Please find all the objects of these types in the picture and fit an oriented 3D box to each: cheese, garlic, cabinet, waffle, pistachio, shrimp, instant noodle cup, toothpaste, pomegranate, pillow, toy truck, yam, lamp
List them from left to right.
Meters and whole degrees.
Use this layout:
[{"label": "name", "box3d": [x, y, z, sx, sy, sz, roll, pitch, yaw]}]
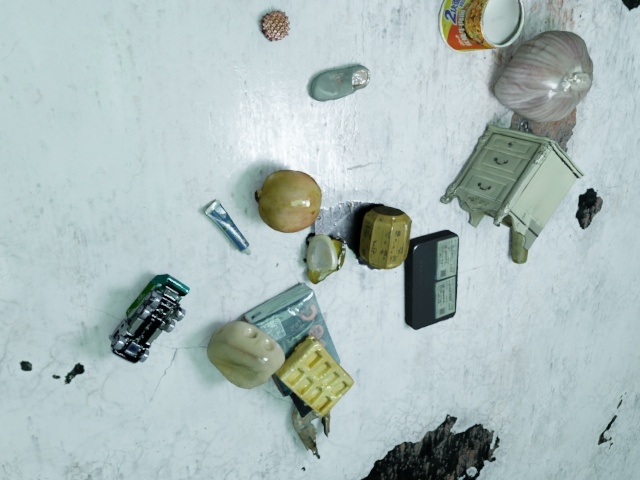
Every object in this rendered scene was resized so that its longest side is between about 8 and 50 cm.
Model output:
[{"label": "toy truck", "box3d": [-0.468, 0.207, 1.506, 0.114, 0.124, 0.253, 40, 89, -32]}, {"label": "toothpaste", "box3d": [-0.259, -0.029, 1.581, 0.057, 0.035, 0.197, -49, 123, -23]}, {"label": "cheese", "box3d": [-0.226, 0.351, 1.642, 0.117, 0.235, 0.217, -60, 155, -49]}, {"label": "waffle", "box3d": [-0.118, -0.569, 1.456, 0.083, 0.029, 0.075, -25, 119, -21]}, {"label": "pomegranate", "box3d": [-0.089, -0.109, 1.554, 0.191, 0.191, 0.191, -10, 113, -25]}, {"label": "shrimp", "box3d": [-0.020, 0.654, 1.953, 0.145, 0.059, 0.254, -36, 117, -23]}, {"label": "waffle", "box3d": [-0.011, 0.437, 1.747, 0.168, 0.057, 0.274, -42, 124, -8]}, {"label": "pillow", "box3d": [-0.010, 0.494, 1.881, 0.208, 0.055, 0.141, -31, 95, -14]}, {"label": "cheese", "box3d": [0.000, 0.000, 1.707, 0.097, 0.037, 0.191, -4, 94, 3]}, {"label": "pistachio", "box3d": [0.027, 0.067, 1.756, 0.090, 0.049, 0.172, 36, 96, -2]}, {"label": "lamp", "box3d": [0.209, -0.010, 1.767, 0.161, 0.161, 0.184, -7, 112, -26]}, {"label": "instant noodle cup", "box3d": [0.493, -0.669, 1.654, 0.213, 0.174, 0.213, -10, 113, -24]}, {"label": "cabinet", "box3d": [0.631, -0.181, 1.845, 0.228, 0.290, 0.317, 32, 93, -34]}, {"label": "yam", "box3d": [0.764, -0.090, 2.073, 0.083, 0.083, 0.371, -11, 112, -24]}, {"label": "garlic", "box3d": [0.743, -0.523, 1.794, 0.318, 0.259, 0.317, -8, 108, -27]}]

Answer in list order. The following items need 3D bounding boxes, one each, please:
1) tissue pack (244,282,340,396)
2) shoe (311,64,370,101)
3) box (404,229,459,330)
[{"label": "tissue pack", "box3d": [-0.084, 0.321, 1.764, 0.228, 0.103, 0.315, -27, 118, -14]}, {"label": "shoe", "box3d": [0.070, -0.451, 1.571, 0.195, 0.078, 0.079, -24, 119, -23]}, {"label": "box", "box3d": [0.403, 0.144, 1.983, 0.212, 0.058, 0.349, -14, 114, -25]}]
